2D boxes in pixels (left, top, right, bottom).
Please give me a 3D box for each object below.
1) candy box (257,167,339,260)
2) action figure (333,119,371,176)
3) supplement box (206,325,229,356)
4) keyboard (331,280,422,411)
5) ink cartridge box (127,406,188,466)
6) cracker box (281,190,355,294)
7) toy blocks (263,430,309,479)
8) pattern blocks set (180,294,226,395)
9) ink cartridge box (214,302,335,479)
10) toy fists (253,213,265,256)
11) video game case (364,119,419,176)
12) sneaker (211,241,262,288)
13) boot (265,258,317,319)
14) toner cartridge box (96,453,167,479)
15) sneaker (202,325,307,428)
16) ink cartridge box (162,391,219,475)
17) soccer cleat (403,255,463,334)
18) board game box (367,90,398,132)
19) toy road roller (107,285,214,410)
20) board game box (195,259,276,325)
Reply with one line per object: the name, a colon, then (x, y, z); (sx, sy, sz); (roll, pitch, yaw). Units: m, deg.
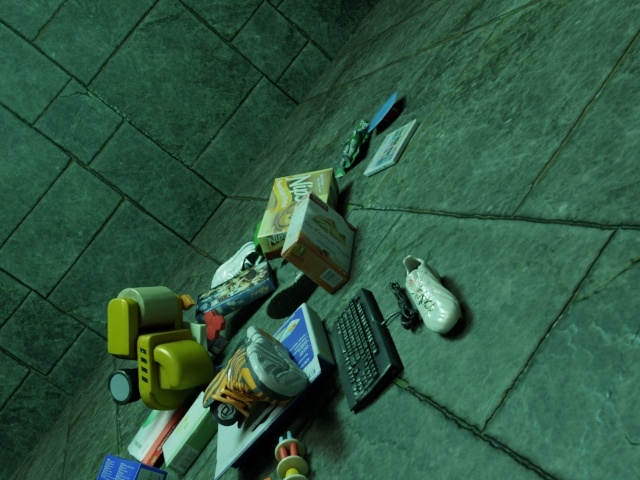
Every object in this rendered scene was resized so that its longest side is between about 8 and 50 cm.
candy box: (-0.055, -0.080, 1.885); (0.183, 0.087, 0.316); (-9, 32, 13)
action figure: (0.111, -0.316, 2.151); (0.137, 0.063, 0.232); (-38, 17, 46)
supplement box: (-0.316, 0.291, 1.940); (0.055, 0.083, 0.043); (-58, 18, -21)
keyboard: (0.096, 0.163, 1.234); (0.201, 0.033, 0.317); (-48, 18, 10)
ink cartridge box: (-0.448, 0.521, 1.837); (0.181, 0.056, 0.224); (-56, 11, -17)
cracker box: (0.000, 0.000, 1.604); (0.067, 0.156, 0.232); (-42, 19, 27)
toy blocks: (-0.072, 0.400, 1.135); (0.123, 0.054, 0.148); (-48, 17, 8)
pattern blocks set: (-0.377, 0.299, 1.908); (0.325, 0.026, 0.285); (15, 101, 45)
ink cartridge box: (-0.096, 0.311, 1.369); (0.303, 0.072, 0.307); (-47, 20, 10)
toy fists: (-0.107, -0.067, 2.134); (0.279, 0.096, 0.142); (-41, 32, 26)
video game case: (0.197, -0.255, 1.864); (0.143, 0.019, 0.157); (-20, 34, 59)
sneaker: (-0.279, 0.107, 2.241); (0.235, 0.090, 0.095); (-53, 26, 0)
boot: (-0.086, 0.110, 1.742); (0.189, 0.076, 0.208); (-39, 22, -9)
toner cartridge box: (-0.488, 0.628, 1.653); (0.348, 0.075, 0.165); (-22, 44, 58)
sneaker: (-0.128, 0.281, 1.242); (0.180, 0.124, 0.321); (-55, 8, -2)
ink cartridge box: (-0.323, 0.458, 1.670); (0.171, 0.056, 0.235); (-54, 19, -6)
soccer cleat: (0.176, 0.088, 1.102); (0.068, 0.076, 0.196); (-47, 18, 14)
board game box: (0.207, -0.395, 2.111); (0.133, 0.033, 0.169); (-48, 11, 28)
toy road roller: (-0.416, 0.288, 1.799); (0.240, 0.202, 0.329); (-5, 87, 31)
board game box: (-0.251, 0.154, 1.982); (0.243, 0.042, 0.165); (-28, 19, 2)
